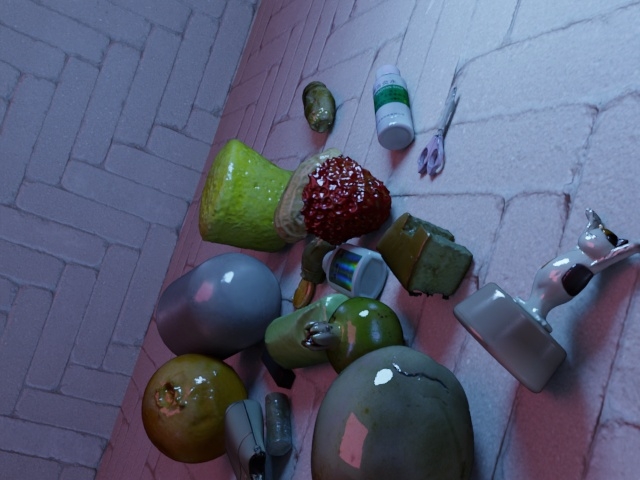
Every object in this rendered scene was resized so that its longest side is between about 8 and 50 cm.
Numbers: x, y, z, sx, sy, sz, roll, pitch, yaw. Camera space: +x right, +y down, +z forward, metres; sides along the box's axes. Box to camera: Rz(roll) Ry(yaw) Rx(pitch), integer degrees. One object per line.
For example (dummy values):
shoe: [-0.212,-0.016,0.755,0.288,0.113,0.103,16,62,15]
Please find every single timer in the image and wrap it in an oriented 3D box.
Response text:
timer: [0.350,0.074,1.006,0.266,0.175,0.175,-47,27,6]

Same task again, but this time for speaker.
speaker: [-0.122,0.357,1.904,0.046,0.040,0.191,-68,23,6]

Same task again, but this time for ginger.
ginger: [-0.005,-0.450,2.227,0.109,0.116,0.263,-20,32,7]

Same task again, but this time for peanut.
peanut: [-0.032,-0.133,1.987,0.325,0.140,0.153,-55,37,24]

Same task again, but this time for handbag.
handbag: [-0.162,0.571,1.712,0.315,0.109,0.241,-129,34,-58]

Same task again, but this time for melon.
melon: [0.117,0.328,1.112,0.268,0.269,0.330,-38,33,51]

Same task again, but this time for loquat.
loquat: [-0.365,0.492,1.989,0.328,0.329,0.328,-47,32,42]

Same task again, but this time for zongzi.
zongzi: [0.000,0.000,1.857,0.178,0.081,0.189,-94,21,-53]

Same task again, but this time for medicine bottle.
medicine bottle: [0.075,0.072,1.648,0.229,0.083,0.121,20,92,68]
medicine bottle: [0.184,-0.349,1.739,0.095,0.095,0.260,-49,30,40]

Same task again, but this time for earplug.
earplug: [-0.296,0.206,2.078,0.394,0.313,0.312,-29,46,54]

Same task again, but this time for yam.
yam: [-0.110,0.475,1.754,0.068,0.068,0.169,-56,23,29]

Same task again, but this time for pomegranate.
pomegranate: [0.074,0.214,1.396,0.179,0.211,0.179,19,118,39]

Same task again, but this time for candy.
candy: [-0.022,0.232,1.671,0.343,0.132,0.142,-33,40,55]

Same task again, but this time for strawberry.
strawberry: [0.079,-0.080,1.634,0.178,0.234,0.233,20,90,52]

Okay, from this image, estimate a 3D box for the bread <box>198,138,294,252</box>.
bread: [-0.229,-0.136,2.202,0.348,0.308,0.348,-165,90,-71]

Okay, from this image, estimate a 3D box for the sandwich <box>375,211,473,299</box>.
sandwich: [0.197,0.018,1.373,0.128,0.122,0.235,-66,23,14]

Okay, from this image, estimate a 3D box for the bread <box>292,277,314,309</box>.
bread: [-0.049,0.147,1.933,0.110,0.024,0.110,-47,33,43]

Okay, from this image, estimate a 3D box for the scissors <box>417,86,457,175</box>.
scissors: [0.276,-0.250,1.545,0.212,0.021,0.110,-69,20,3]
